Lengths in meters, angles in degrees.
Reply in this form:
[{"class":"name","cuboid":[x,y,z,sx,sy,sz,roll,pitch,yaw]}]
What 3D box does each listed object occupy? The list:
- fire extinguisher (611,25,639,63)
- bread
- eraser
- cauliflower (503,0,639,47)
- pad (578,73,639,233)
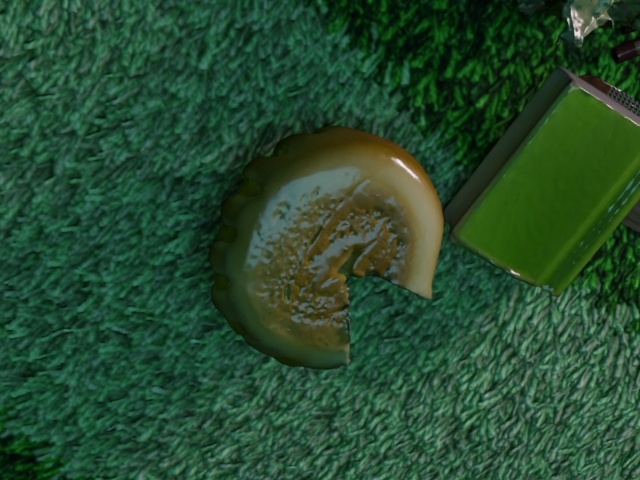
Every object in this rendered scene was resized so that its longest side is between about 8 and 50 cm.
[{"class":"fire extinguisher","cuboid":[0.453,-0.287,2.003,0.100,0.032,0.046,-23,78,-6]},{"class":"bread","cuboid":[0.000,0.000,1.903,0.333,0.160,0.333,-5,107,-15]},{"class":"eraser","cuboid":[0.330,-0.076,1.978,0.210,0.092,0.274,28,108,-21]},{"class":"cauliflower","cuboid":[0.339,-0.341,1.817,0.256,0.315,0.239,41,122,-17]},{"class":"pad","cuboid":[0.474,-0.181,2.024,0.250,0.055,0.323,26,117,-20]}]
